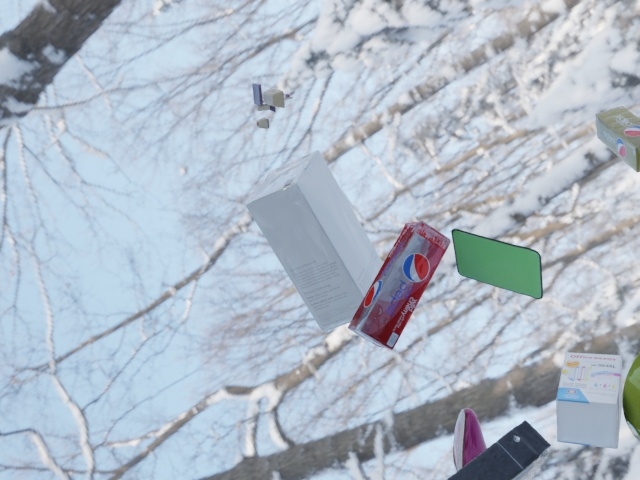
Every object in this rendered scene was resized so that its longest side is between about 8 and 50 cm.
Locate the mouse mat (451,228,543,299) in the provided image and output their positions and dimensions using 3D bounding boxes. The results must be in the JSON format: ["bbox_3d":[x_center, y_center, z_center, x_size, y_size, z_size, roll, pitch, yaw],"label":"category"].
[{"bbox_3d":[0.356,0.048,1.689,0.007,0.190,0.152,-55,-33,-30],"label":"mouse mat"}]

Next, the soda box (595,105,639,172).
[{"bbox_3d":[0.609,-0.202,1.654,0.181,0.061,0.058,-107,0,-61],"label":"soda box"}]

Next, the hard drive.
[{"bbox_3d":[0.176,0.423,1.223,0.339,0.236,0.064,-26,-123,-30],"label":"hard drive"}]

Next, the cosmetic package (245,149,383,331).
[{"bbox_3d":[0.000,0.000,2.051,0.385,0.156,0.217,59,-154,-15],"label":"cosmetic package"}]

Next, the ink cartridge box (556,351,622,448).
[{"bbox_3d":[0.430,0.245,1.334,0.143,0.092,0.089,-55,-40,-54],"label":"ink cartridge box"}]

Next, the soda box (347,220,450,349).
[{"bbox_3d":[0.163,0.091,1.730,0.083,0.263,0.092,32,171,-12],"label":"soda box"}]

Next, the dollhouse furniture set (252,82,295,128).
[{"bbox_3d":[-0.070,-0.258,1.612,0.081,0.114,0.091,-12,-72,-23],"label":"dollhouse furniture set"}]

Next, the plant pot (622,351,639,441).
[{"bbox_3d":[0.611,0.276,1.150,0.275,0.275,0.293,45,-170,-22],"label":"plant pot"}]

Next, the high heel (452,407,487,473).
[{"bbox_3d":[0.389,0.540,1.844,0.127,0.181,0.377,-84,-11,-73],"label":"high heel"}]
